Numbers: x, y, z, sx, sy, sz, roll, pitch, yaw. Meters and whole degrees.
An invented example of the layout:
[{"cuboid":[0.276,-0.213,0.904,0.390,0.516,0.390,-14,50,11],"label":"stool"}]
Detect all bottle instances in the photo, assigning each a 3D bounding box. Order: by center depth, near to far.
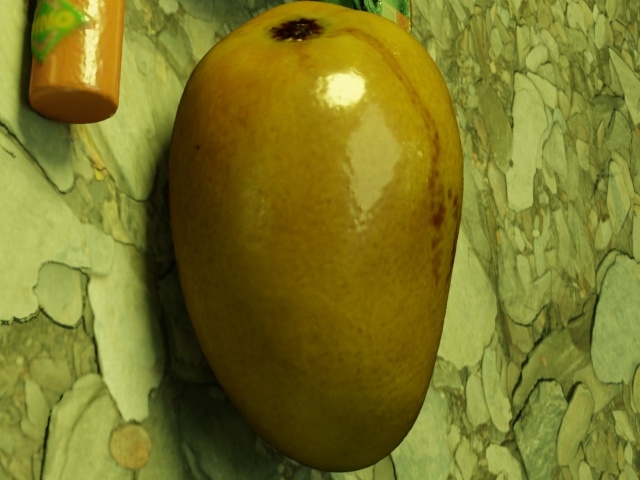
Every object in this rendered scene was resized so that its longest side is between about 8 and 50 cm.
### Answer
[{"cuboid":[-0.179,-0.182,1.413,0.069,0.069,0.187,30,55,-51],"label":"bottle"}]

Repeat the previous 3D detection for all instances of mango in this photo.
[{"cuboid":[0.000,0.000,1.504,0.264,0.221,0.378,-18,104,-62],"label":"mango"}]

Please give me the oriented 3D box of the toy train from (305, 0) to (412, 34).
[{"cuboid":[0.040,-0.165,1.758,0.118,0.074,0.175,24,59,-58],"label":"toy train"}]
